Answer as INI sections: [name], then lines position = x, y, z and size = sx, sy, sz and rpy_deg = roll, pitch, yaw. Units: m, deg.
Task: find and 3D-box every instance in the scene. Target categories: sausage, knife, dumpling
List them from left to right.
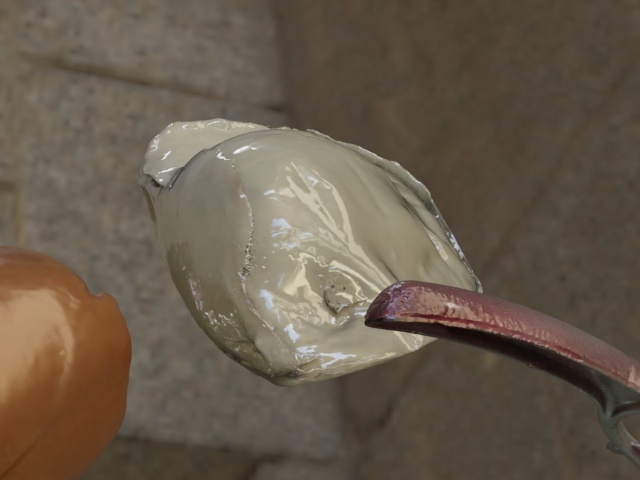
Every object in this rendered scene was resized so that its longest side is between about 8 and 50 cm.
[sausage]
position = -0.199, 0.088, 0.730
size = 0.121, 0.304, 0.121
rpy_deg = 21, 123, 36
[dumpling]
position = 0.001, 0.001, 1.614
size = 0.341, 0.260, 0.181
rpy_deg = -161, 69, -65
[knife]
position = 0.135, 0.077, 1.175
size = 0.123, 0.278, 0.053
rpy_deg = -17, 53, 51
